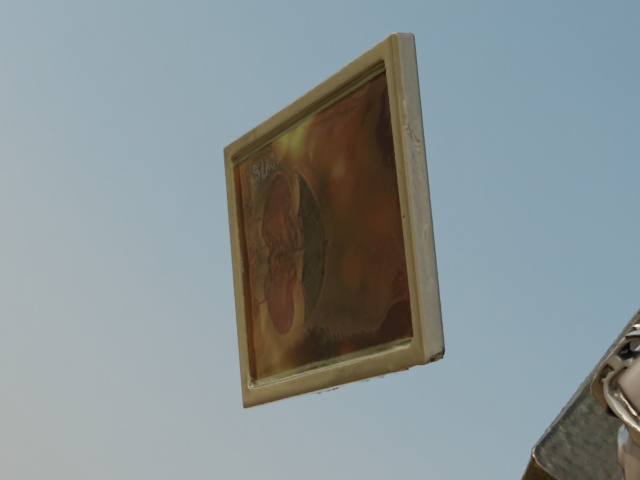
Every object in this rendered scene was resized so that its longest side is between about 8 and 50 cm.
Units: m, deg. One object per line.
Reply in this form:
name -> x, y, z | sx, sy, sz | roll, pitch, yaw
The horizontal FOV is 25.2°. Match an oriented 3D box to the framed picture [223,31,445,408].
framed picture -> 0.000, 0.000, 1.004 | 0.020, 0.211, 0.289 | 0, -11, -27

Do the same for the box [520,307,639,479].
box -> 0.291, 0.194, 1.218 | 0.184, 0.273, 0.143 | 32, -43, 17

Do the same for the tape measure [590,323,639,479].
tape measure -> 0.308, 0.145, 0.983 | 0.236, 0.197, 0.120 | -4, 14, 10
